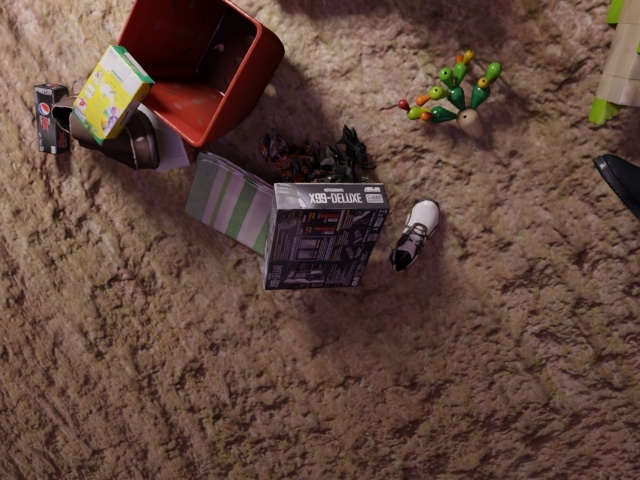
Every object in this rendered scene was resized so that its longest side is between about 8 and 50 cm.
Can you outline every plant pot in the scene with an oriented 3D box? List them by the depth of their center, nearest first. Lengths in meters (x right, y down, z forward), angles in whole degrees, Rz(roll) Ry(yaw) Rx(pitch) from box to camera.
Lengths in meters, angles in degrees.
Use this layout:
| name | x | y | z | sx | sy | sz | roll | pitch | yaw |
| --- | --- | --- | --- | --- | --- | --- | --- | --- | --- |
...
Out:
| name | x | y | z | sx | sy | sz | roll | pitch | yaw |
| --- | --- | --- | --- | --- | --- | --- | --- | --- | --- |
| plant pot | -0.228 | -0.384 | 1.133 | 0.267 | 0.236 | 0.267 | 39 | 114 | 10 |

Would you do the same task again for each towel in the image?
| name | x | y | z | sx | sy | sz | roll | pitch | yaw |
| --- | --- | --- | --- | --- | --- | --- | --- | --- | --- |
| towel | -0.173 | -0.063 | 1.327 | 0.325 | 0.038 | 0.248 | 29 | 138 | -2 |

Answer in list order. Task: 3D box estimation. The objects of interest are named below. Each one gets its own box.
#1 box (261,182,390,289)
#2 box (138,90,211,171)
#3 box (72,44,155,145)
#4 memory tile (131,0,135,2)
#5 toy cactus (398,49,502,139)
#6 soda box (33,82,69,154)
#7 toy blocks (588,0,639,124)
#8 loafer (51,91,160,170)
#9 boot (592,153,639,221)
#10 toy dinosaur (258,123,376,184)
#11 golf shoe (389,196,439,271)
| name | x | y | z | sx | sy | sz | roll | pitch | yaw |
| --- | --- | --- | --- | --- | --- | --- | --- | --- | --- |
| box | 0.000 | 0.000 | 1.230 | 0.243 | 0.076 | 0.307 | -1 | 143 | -13 |
| box | -0.347 | -0.265 | 1.276 | 0.091 | 0.130 | 0.170 | -9 | 110 | 16 |
| box | -0.421 | -0.286 | 1.083 | 0.179 | 0.043 | 0.105 | -43 | 85 | 24 |
| memory tile | -0.383 | -0.593 | 1.217 | 0.148 | 0.012 | 0.113 | -33 | 102 | 21 |
| toy cactus | 0.297 | -0.300 | 1.174 | 0.219 | 0.112 | 0.180 | -30 | 122 | 17 |
| soda box | -0.676 | -0.306 | 1.359 | 0.053 | 0.060 | 0.168 | 12 | 114 | 7 |
| toy blocks | 0.711 | -0.394 | 1.021 | 0.261 | 0.190 | 0.381 | 6 | 112 | -4 |
| loafer | -0.494 | -0.239 | 1.227 | 0.366 | 0.130 | 0.133 | 28 | 133 | 37 |
| boot | 0.732 | -0.146 | 1.140 | 0.246 | 0.094 | 0.207 | 42 | 116 | -15 |
| toy dinosaur | 0.006 | -0.151 | 1.273 | 0.322 | 0.164 | 0.218 | 31 | 130 | -28 |
| golf shoe | 0.229 | -0.007 | 1.292 | 0.077 | 0.094 | 0.198 | 23 | 112 | 2 |
